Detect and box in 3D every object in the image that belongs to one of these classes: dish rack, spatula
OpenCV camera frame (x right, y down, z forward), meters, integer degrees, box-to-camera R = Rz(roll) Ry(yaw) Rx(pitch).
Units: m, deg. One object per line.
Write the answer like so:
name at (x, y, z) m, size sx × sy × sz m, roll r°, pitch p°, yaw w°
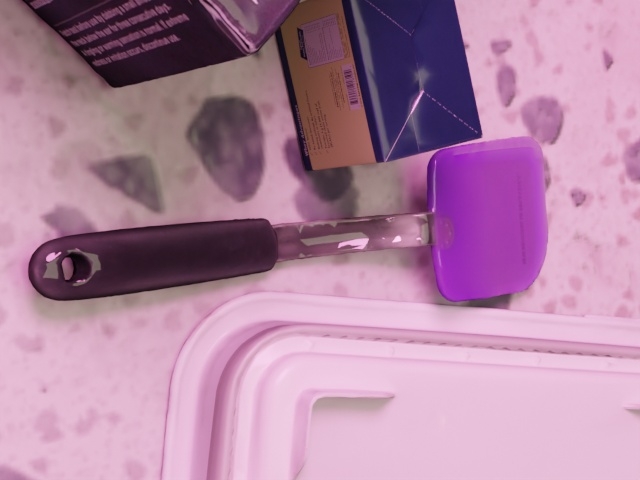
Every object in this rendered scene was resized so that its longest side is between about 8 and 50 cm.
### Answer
dish rack at (0.081, 0.176, 0.691) m, size 0.333 × 0.072 × 0.285 m, roll 6°, pitch 88°, yaw -25°
spatula at (0.000, 0.000, 0.670) m, size 0.296 × 0.030 × 0.084 m, roll -7°, pitch 94°, yaw -26°

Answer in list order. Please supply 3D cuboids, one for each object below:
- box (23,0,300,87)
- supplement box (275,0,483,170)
box at (-0.073, -0.272, 0.549) m, size 0.294 × 0.183 × 0.296 m, roll 44°, pitch 73°, yaw -21°
supplement box at (0.026, -0.080, 0.653) m, size 0.056 × 0.083 × 0.083 m, roll -15°, pitch 97°, yaw -26°
